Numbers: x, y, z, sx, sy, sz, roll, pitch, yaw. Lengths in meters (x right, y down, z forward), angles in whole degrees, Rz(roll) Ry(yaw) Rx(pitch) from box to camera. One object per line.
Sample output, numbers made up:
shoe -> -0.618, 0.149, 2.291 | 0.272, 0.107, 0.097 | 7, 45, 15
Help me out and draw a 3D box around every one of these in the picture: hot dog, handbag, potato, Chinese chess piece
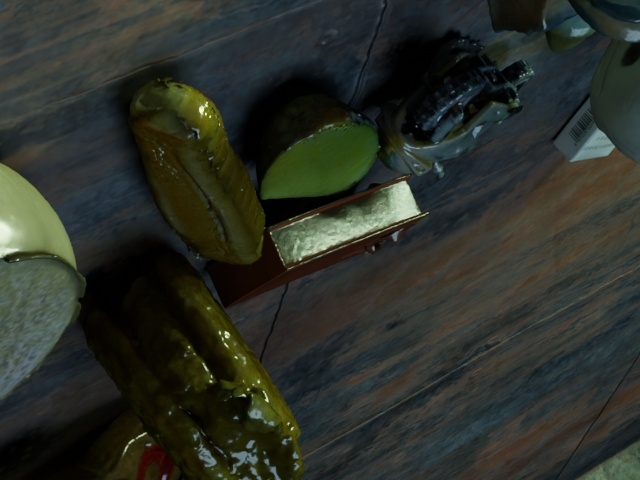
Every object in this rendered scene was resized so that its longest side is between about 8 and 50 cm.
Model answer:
hot dog -> -0.098, -0.054, 1.421 | 0.083, 0.068, 0.289 | 3, 157, 8
handbag -> 0.000, 0.000, 1.654 | 0.190, 0.063, 0.127 | -22, 174, -37
potato -> -0.007, -0.084, 1.529 | 0.119, 0.054, 0.198 | -35, 164, 13
Chinese chess piece -> -0.307, 0.055, 1.257 | 0.270, 0.112, 0.270 | -32, 158, -15

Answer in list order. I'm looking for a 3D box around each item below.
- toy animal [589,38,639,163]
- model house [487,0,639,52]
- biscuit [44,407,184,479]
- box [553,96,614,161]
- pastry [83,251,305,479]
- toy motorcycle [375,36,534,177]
toy animal -> 0.389, -0.179, 1.718 | 0.289, 0.249, 0.174 | -12, 129, -18
model house -> 0.274, -0.236, 1.498 | 0.267, 0.194, 0.325 | -29, 160, -23
biscuit -> -0.242, 0.321, 1.782 | 0.367, 0.063, 0.314 | -53, 162, -23
box -> 0.338, -0.156, 1.937 | 0.084, 0.040, 0.154 | -8, 143, -47
pastry -> -0.115, 0.139, 1.558 | 0.132, 0.235, 0.240 | -33, 147, -1
toy motorcycle -> 0.123, -0.123, 1.618 | 0.130, 0.094, 0.229 | -43, 171, 23
